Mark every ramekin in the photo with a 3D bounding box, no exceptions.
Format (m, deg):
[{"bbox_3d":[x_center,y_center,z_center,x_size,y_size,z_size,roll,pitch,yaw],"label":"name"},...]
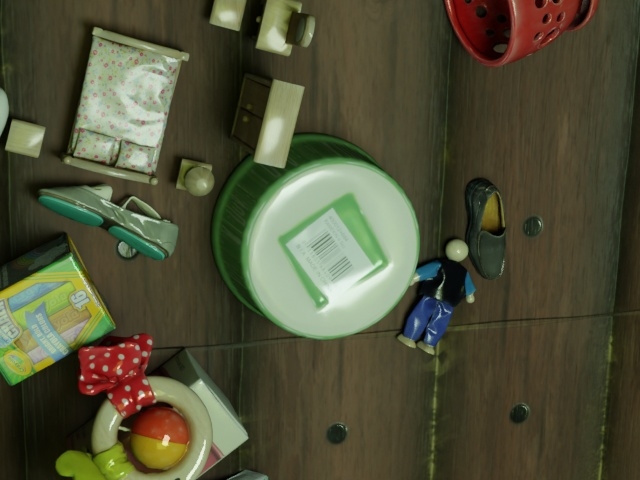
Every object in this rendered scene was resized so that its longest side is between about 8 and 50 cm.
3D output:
[{"bbox_3d":[0.000,0.000,1.586,0.303,0.148,0.303,-4,105,-16],"label":"ramekin"}]

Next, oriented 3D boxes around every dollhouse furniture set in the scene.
[{"bbox_3d":[-0.216,-0.219,1.450,0.355,0.174,0.303,11,100,-20],"label":"dollhouse furniture set"}]

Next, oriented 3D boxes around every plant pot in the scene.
[{"bbox_3d":[0.297,-0.372,1.570,0.174,0.191,0.191,-25,110,-19],"label":"plant pot"}]

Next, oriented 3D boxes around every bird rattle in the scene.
[{"bbox_3d":[-0.250,0.256,1.461,0.207,0.143,0.254,15,67,-8],"label":"bird rattle"}]

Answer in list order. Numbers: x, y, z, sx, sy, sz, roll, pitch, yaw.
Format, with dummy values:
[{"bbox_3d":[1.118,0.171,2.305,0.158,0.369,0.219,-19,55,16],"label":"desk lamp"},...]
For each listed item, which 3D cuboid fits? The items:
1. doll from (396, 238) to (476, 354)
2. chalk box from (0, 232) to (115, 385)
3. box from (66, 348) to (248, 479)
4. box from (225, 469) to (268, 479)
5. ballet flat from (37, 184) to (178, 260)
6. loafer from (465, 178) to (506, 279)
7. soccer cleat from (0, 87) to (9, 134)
[{"bbox_3d":[0.189,0.085,1.723,0.129,0.046,0.189,22,97,-22],"label":"doll"},{"bbox_3d":[-0.416,0.106,1.492,0.213,0.132,0.132,-29,110,-8],"label":"chalk box"},{"bbox_3d":[-0.245,0.294,1.584,0.232,0.148,0.127,-38,110,-6],"label":"box"},{"bbox_3d":[-0.168,0.545,1.648,0.232,0.058,0.322,-14,108,-51],"label":"box"},{"bbox_3d":[-0.301,-0.042,1.535,0.213,0.072,0.068,28,67,-22],"label":"ballet flat"},{"bbox_3d":[0.271,-0.012,1.715,0.062,0.061,0.170,-17,109,-14],"label":"loafer"},{"bbox_3d":[-0.508,-0.059,1.444,0.331,0.116,0.143,-50,128,2],"label":"soccer cleat"}]
